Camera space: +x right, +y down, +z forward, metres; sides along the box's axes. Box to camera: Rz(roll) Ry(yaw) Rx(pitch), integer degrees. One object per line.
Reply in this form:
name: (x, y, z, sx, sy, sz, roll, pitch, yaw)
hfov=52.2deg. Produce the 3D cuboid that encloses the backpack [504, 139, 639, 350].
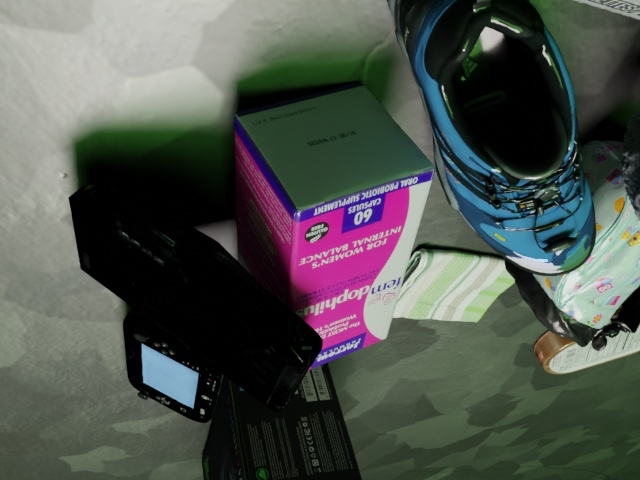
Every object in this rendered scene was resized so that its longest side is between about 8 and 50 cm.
backpack: (0.268, -0.005, 0.632, 0.115, 0.152, 0.182, 15, 125, -29)

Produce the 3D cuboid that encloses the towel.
towel: (0.150, 0.057, 0.749, 0.152, 0.023, 0.113, 7, 136, -27)

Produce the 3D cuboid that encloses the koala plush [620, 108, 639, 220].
koala plush: (0.371, -0.048, 0.502, 0.221, 0.196, 0.203, 29, 97, -22)

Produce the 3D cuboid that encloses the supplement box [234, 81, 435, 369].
supplement box: (0.000, 0.000, 0.544, 0.111, 0.114, 0.220, -19, 145, -20)

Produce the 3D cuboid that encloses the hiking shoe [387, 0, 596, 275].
hiking shoe: (0.135, -0.061, 0.477, 0.113, 0.132, 0.304, -27, 125, 16)

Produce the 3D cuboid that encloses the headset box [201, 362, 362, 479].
headset box: (-0.057, 0.321, 0.810, 0.131, 0.246, 0.283, -1, 139, -20)

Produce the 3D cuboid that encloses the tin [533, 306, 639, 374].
tin: (0.400, 0.140, 0.929, 0.190, 0.040, 0.106, -17, 145, -1)

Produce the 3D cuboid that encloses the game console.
game console: (-0.122, 0.100, 0.598, 0.213, 0.044, 0.361, 34, 147, 8)

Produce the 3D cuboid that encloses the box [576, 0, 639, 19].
box: (0.208, -0.206, 0.317, 0.247, 0.163, 0.142, 4, 167, -24)
